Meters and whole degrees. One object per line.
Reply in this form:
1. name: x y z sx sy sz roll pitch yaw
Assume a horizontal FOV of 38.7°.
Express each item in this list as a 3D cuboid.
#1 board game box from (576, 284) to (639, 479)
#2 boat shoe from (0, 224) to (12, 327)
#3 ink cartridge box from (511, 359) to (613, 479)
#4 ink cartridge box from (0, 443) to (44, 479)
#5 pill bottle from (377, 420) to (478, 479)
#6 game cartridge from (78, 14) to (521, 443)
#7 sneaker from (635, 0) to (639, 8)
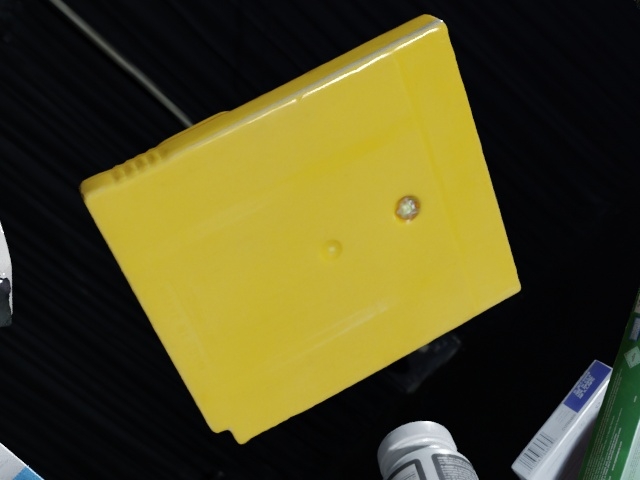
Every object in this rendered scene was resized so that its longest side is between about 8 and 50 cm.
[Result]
1. board game box: 0.338 0.207 0.880 0.046 0.213 0.317 16 -94 52
2. boat shoe: -0.436 -0.041 0.961 0.340 0.158 0.127 57 -35 38
3. ink cartridge box: 0.419 0.329 1.476 0.223 0.224 0.045 -49 -133 -9
4. ink cartridge box: -0.315 0.189 0.719 0.104 0.181 0.061 -48 177 -46
5. pill bottle: 0.183 0.428 1.429 0.162 0.162 0.278 -42 -148 17
6. game cartridge: 0.000 0.000 0.794 0.324 0.285 0.052 -27 -150 -8
7. sneaker: 0.338 -0.216 0.541 0.341 0.125 0.139 -8 -99 58
